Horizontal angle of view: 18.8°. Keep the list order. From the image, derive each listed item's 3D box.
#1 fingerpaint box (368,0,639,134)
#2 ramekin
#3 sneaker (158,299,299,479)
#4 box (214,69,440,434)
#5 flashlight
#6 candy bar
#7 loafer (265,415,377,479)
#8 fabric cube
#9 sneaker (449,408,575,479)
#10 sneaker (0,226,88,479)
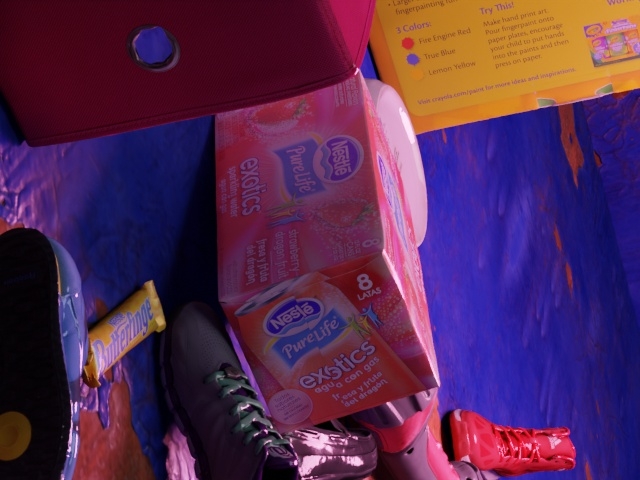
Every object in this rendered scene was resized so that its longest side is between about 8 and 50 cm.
[{"bbox_3d":[0.260,-0.355,2.248,0.163,0.445,0.371,-72,146,-59],"label":"fingerpaint box"},{"bbox_3d":[0.031,-0.064,1.912,0.207,0.109,0.207,-10,90,-72],"label":"ramekin"},{"bbox_3d":[-0.054,0.146,1.481,0.083,0.098,0.223,-3,74,-46],"label":"sneaker"},{"bbox_3d":[0.000,0.000,1.635,0.300,0.142,0.154,-95,165,-57],"label":"box"},{"bbox_3d":[0.107,0.209,2.004,0.304,0.103,0.103,58,24,-46],"label":"flashlight"},{"bbox_3d":[-0.147,0.069,1.419,0.161,0.018,0.040,-45,122,-70],"label":"candy bar"},{"bbox_3d":[-0.003,0.179,1.710,0.223,0.076,0.078,0,87,-69],"label":"loafer"},{"bbox_3d":[-0.114,-0.257,1.323,0.259,0.254,0.258,-78,153,-50],"label":"fabric cube"},{"bbox_3d":[0.238,0.242,2.350,0.221,0.128,0.087,29,52,-70],"label":"sneaker"},{"bbox_3d":[-0.176,0.097,1.228,0.082,0.069,0.209,53,31,-62],"label":"sneaker"}]
